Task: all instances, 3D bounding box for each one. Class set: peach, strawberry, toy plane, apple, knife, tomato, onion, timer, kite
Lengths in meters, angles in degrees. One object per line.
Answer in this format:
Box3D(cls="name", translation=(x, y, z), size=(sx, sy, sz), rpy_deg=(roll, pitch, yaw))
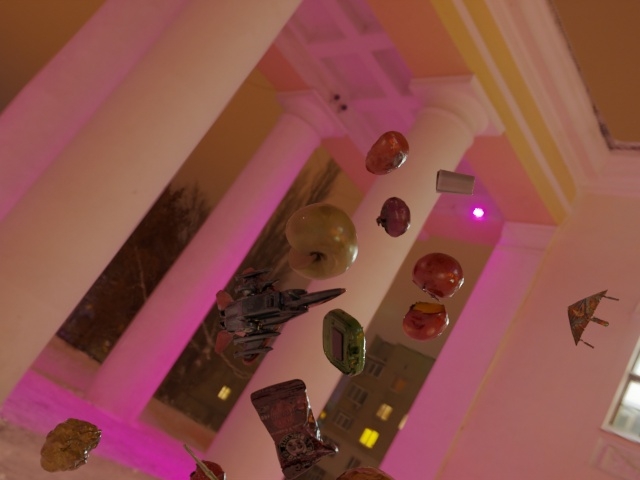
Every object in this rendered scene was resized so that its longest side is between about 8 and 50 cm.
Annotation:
Box3D(cls="peach", translation=(0.338, 0.263, 1.864), size=(0.118, 0.151, 0.151), rpy_deg=(36, -12, 37))
Box3D(cls="strawberry", translation=(-0.310, 0.664, 1.618), size=(0.106, 0.106, 0.106), rpy_deg=(30, -17, 10))
Box3D(cls="toy plane", translation=(-0.096, 0.139, 1.244), size=(0.326, 0.223, 0.104), rpy_deg=(-21, -31, 31))
Box3D(cls="apple", translation=(0.000, 0.000, 2.185), size=(0.291, 0.254, 0.292), rpy_deg=(6, -51, 7))
Box3D(cls="knife", translation=(-0.217, 0.469, 1.165), size=(0.207, 0.014, 0.030), rpy_deg=(28, -18, 41))
Box3D(cls="tomato", translation=(0.383, 0.112, 1.896), size=(0.167, 0.167, 0.167), rpy_deg=(30, -17, 10))
Box3D(cls="onion", translation=(0.204, -0.065, 1.657), size=(0.115, 0.104, 0.115), rpy_deg=(166, -90, -77))
Box3D(cls="timer", translation=(0.051, 0.230, 1.321), size=(0.128, 0.047, 0.140), rpy_deg=(29, -55, 52))
Box3D(cls="kite", translation=(0.750, 0.213, 1.639), size=(0.160, 0.183, 0.010), rpy_deg=(23, 7, -20))
Box3D(cls="tomato", translation=(0.212, -0.254, 1.785), size=(0.069, 0.155, 0.156), rpy_deg=(47, -8, 30))

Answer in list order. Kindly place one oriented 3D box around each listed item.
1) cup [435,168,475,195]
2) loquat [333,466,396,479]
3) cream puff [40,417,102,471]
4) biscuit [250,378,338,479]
Box3D(cls="cup", translation=(0.415, -0.171, 1.824), size=(0.116, 0.074, 0.104), rpy_deg=(9, -20, 8))
Box3D(cls="loquat", translation=(0.091, 0.610, 1.305), size=(0.234, 0.187, 0.176), rpy_deg=(-7, 11, -39))
Box3D(cls="cream puff", translation=(-0.648, 0.544, 1.537), size=(0.116, 0.146, 0.146), rpy_deg=(11, -22, 13))
Box3D(cls="biscuit", translation=(-0.064, 0.461, 1.441), size=(0.235, 0.151, 0.063), rpy_deg=(65, 14, -6))
